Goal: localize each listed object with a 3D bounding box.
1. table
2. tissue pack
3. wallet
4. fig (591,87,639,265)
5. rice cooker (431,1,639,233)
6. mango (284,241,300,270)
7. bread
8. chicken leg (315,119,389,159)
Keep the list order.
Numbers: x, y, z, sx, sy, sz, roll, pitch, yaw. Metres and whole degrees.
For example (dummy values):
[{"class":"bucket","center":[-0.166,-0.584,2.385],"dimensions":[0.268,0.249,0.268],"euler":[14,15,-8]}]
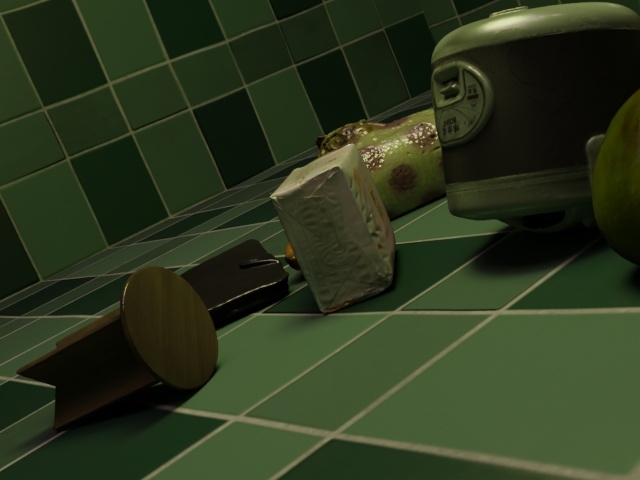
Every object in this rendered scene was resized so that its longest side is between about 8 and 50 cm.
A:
[{"class":"table","center":[-0.275,0.154,1.203],"dimensions":[0.227,0.167,0.167],"euler":[-27,8,27]},{"class":"tissue pack","center":[0.028,-0.025,1.323],"dimensions":[0.124,0.185,0.225],"euler":[-24,10,11]},{"class":"wallet","center":[-0.161,0.076,1.577],"dimensions":[0.197,0.051,0.377],"euler":[-25,13,-6]},{"class":"fig","center":[0.358,-0.067,0.895],"dimensions":[0.181,0.191,0.181],"euler":[-13,-9,-2]},{"class":"rice cooker","center":[0.283,-0.147,1.166],"dimensions":[0.289,0.276,0.288],"euler":[-6,3,0]},{"class":"mango","center":[0.001,0.002,1.536],"dimensions":[0.105,0.084,0.159],"euler":[0,40,23]},{"class":"bread","center":[0.132,-0.134,1.721],"dimensions":[0.338,0.155,0.187],"euler":[-24,15,-9]},{"class":"chicken leg","center":[0.202,-0.222,2.066],"dimensions":[0.429,0.152,0.201],"euler":[-15,3,0]}]
